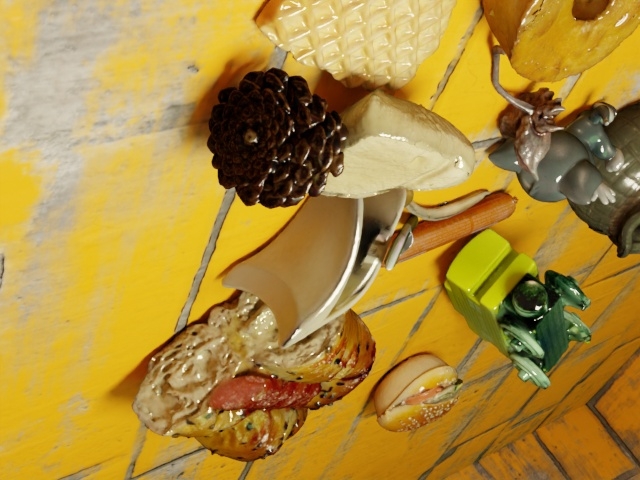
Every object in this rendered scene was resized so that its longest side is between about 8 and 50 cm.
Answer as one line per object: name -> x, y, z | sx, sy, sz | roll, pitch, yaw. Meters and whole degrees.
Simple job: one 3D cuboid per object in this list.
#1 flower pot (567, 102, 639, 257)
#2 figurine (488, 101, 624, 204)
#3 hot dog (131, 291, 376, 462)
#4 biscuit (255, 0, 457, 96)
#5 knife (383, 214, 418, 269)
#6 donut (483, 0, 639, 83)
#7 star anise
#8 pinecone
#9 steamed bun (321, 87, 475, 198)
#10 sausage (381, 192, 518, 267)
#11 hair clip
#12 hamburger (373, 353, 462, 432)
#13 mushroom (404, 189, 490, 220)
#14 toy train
flower pot -> 0.629, -0.116, 1.894 | 0.302, 0.213, 0.301 | -28, 152, -16
figurine -> 0.443, -0.148, 1.671 | 0.265, 0.193, 0.140 | -42, 155, -16
hot dog -> -0.080, 0.234, 1.650 | 0.367, 0.196, 0.365 | -34, 158, 2
biscuit -> 0.072, -0.269, 1.156 | 0.204, 0.040, 0.309 | -45, 153, 18
knife -> 0.129, 0.005, 1.523 | 0.343, 0.027, 0.061 | -39, 153, -78
donut -> 0.333, -0.339, 1.279 | 0.278, 0.108, 0.277 | -28, 152, -16
star anise -> 0.281, -0.203, 1.473 | 0.227, 0.148, 0.218 | 20, 160, -29
pinecone -> -0.041, -0.114, 1.144 | 0.163, 0.163, 0.165 | -47, 154, 21
steamed bun -> 0.096, -0.131, 1.286 | 0.212, 0.110, 0.231 | 8, 162, -25
sausage -> 0.224, -0.021, 1.740 | 0.348, 0.053, 0.053 | -21, 150, -28
hair clip -> 0.007, 0.010, 1.428 | 0.282, 0.172, 0.113 | -55, 142, 7
hamburger -> 0.226, 0.368, 2.288 | 0.237, 0.147, 0.237 | -26, 154, -14
mushroom -> 0.202, -0.064, 1.668 | 0.068, 0.043, 0.306 | -27, 164, 33
toy train -> 0.391, 0.137, 1.960 | 0.179, 0.272, 0.442 | -48, 154, -6
